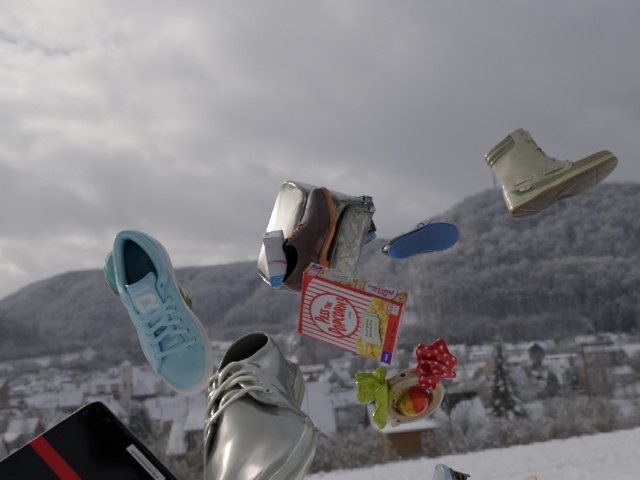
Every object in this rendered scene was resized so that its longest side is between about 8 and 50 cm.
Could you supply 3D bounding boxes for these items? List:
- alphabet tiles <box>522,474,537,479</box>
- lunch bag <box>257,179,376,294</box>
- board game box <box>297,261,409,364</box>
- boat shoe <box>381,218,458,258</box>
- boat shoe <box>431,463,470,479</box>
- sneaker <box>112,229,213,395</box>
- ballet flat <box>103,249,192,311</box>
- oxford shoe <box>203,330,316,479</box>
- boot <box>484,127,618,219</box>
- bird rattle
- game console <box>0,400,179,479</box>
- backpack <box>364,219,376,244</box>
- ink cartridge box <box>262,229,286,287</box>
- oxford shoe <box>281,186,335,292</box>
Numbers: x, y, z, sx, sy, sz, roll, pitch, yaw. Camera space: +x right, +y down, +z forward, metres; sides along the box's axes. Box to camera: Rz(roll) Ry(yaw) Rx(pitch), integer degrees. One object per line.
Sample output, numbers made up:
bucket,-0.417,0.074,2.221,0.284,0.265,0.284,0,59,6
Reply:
alphabet tiles,0.404,0.663,1.547,0.278,0.021,0.284,-40,-5,10
lunch bag,0.000,0.000,1.805,0.255,0.305,0.212,12,7,-29
board game box,0.057,0.137,1.234,0.193,0.147,0.045,17,35,16
boat shoe,0.300,-0.008,2.004,0.258,0.109,0.089,-8,5,-27
boat shoe,0.291,0.520,1.422,0.083,0.065,0.183,-5,-29,0
sneaker,-0.337,0.140,1.323,0.135,0.366,0.150,-31,-19,2
ballet flat,-0.423,0.117,1.617,0.123,0.123,0.348,4,13,-42
oxford shoe,-0.100,0.236,0.883,0.169,0.130,0.449,-36,9,4
boot,0.435,-0.153,1.262,0.213,0.165,0.077,-28,-35,17
bird rattle,0.216,0.353,1.582,0.253,0.143,0.207,-28,-52,-6
game console,-0.445,0.521,1.257,0.342,0.386,0.060,-31,-27,-48
backpack,0.125,-0.028,2.165,0.114,0.084,0.105,-24,14,2
ink cartridge box,-0.105,0.042,1.601,0.052,0.123,0.088,-11,13,-1
oxford shoe,-0.031,-0.009,1.544,0.098,0.272,0.097,17,-24,-25
